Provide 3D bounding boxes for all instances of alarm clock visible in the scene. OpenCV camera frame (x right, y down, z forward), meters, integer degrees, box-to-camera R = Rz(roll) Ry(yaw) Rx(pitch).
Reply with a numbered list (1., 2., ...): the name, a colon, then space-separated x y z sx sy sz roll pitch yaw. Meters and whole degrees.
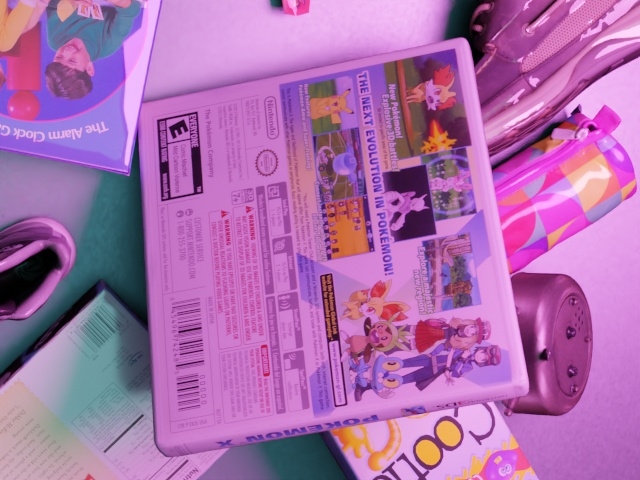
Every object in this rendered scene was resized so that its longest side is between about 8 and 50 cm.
1. alarm clock: 0.214 0.092 1.456 0.064 0.192 0.129 0 96 27

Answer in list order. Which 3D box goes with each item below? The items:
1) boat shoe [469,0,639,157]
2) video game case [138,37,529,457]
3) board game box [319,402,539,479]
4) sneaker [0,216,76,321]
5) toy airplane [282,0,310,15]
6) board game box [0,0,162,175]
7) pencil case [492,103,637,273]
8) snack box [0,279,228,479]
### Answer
1. boat shoe: 0.196 -0.182 1.448 0.355 0.132 0.130 -33 84 -9
2. video game case: 0.000 0.000 1.319 0.299 0.036 0.329 -11 61 8
3. board game box: 0.056 0.128 1.429 0.142 0.144 0.275 -32 103 -7
4. sneaker: -0.310 0.055 1.343 0.228 0.132 0.086 -34 103 -7
5. toy airplane: 0.000 -0.280 1.427 0.151 0.028 0.151 -2 98 -13
6. board game box: -0.312 -0.203 1.340 0.347 0.078 0.233 11 94 -14
7. pencil case: 0.179 -0.029 1.462 0.236 0.104 0.104 -35 103 -7
8. snack box: -0.247 0.213 1.413 0.322 0.060 0.187 -43 103 -5
